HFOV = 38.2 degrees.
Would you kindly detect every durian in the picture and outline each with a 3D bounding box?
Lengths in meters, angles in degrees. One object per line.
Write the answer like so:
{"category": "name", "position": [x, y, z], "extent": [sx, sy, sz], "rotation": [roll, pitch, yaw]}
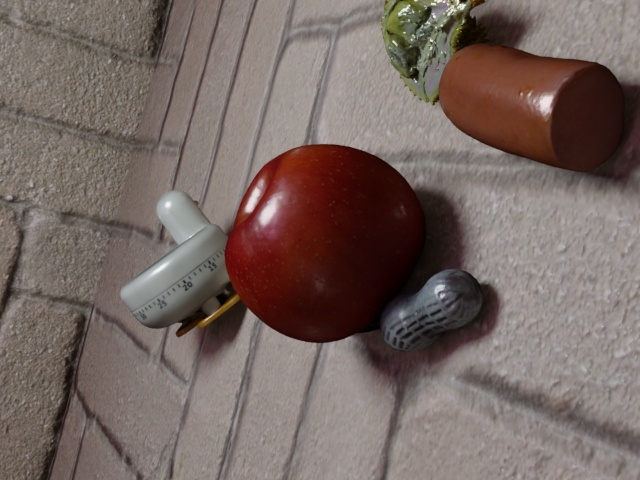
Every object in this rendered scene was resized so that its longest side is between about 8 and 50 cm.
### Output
{"category": "durian", "position": [0.152, -0.271, 1.165], "extent": [0.102, 0.146, 0.208], "rotation": [-39, 2, -23]}

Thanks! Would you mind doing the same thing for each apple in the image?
{"category": "apple", "position": [0.000, 0.000, 1.191], "extent": [0.260, 0.217, 0.260], "rotation": [-48, 20, 24]}

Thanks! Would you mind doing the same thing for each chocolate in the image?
{"category": "chocolate", "position": [0.127, 0.085, 1.092], "extent": [0.167, 0.072, 0.072], "rotation": [-39, 44, 51]}

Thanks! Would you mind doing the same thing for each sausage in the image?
{"category": "sausage", "position": [0.213, -0.150, 1.002], "extent": [0.259, 0.114, 0.113], "rotation": [36, 110, 62]}

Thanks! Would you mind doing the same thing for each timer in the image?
{"category": "timer", "position": [-0.274, 0.046, 1.734], "extent": [0.234, 0.240, 0.233], "rotation": [-35, 7, 5]}

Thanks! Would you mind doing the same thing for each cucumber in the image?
{"category": "cucumber", "position": [0.056, 0.106, 1.265], "extent": [0.163, 0.039, 0.043], "rotation": [-23, 35, 57]}
